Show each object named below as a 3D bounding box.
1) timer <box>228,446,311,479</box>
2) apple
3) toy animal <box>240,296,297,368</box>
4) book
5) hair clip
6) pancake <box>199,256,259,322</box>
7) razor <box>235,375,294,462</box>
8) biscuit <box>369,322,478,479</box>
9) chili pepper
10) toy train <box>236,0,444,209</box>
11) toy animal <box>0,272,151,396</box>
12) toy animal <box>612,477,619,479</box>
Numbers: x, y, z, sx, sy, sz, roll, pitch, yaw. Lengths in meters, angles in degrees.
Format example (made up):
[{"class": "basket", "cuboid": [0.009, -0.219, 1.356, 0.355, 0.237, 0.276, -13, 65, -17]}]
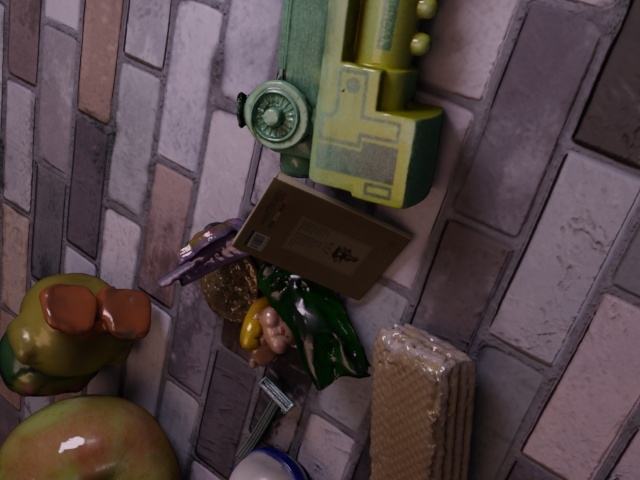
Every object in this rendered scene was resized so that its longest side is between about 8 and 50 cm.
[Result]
[{"class": "timer", "cuboid": [-0.102, 0.521, 1.084, 0.271, 0.270, 0.383, 18, 100, 29]}, {"class": "apple", "cuboid": [-0.427, 0.434, 1.221, 0.277, 0.319, 0.318, -2, 106, 65]}, {"class": "toy animal", "cuboid": [-0.072, 0.146, 1.013, 0.082, 0.091, 0.114, 5, 107, 19]}, {"class": "book", "cuboid": [0.000, 0.000, 0.880, 0.199, 0.016, 0.138, 24, 129, -16]}, {"class": "hair clip", "cuboid": [-0.110, -0.006, 0.965, 0.279, 0.137, 0.090, -15, 102, 17]}, {"class": "pancake", "cuboid": [-0.148, 0.065, 1.074, 0.140, 0.022, 0.139, 11, 111, 32]}, {"class": "razor", "cuboid": [-0.096, 0.304, 1.109, 0.068, 0.037, 0.191, 42, 127, 22]}, {"class": "biscuit", "cuboid": [0.129, 0.324, 0.916, 0.144, 0.079, 0.425, 25, 120, 50]}, {"class": "chili pepper", "cuboid": [-0.011, 0.111, 0.950, 0.098, 0.061, 0.224, -34, 64, -5]}, {"class": "toy train", "cuboid": [0.040, -0.238, 0.775, 0.237, 0.150, 0.368, 16, 114, 21]}, {"class": "toy animal", "cuboid": [-0.464, 0.164, 1.227, 0.338, 0.216, 0.191, -41, 53, 40]}, {"class": "toy animal", "cuboid": [0.351, 0.415, 0.766, 0.176, 0.239, 0.255, -21, 138, 11]}]
